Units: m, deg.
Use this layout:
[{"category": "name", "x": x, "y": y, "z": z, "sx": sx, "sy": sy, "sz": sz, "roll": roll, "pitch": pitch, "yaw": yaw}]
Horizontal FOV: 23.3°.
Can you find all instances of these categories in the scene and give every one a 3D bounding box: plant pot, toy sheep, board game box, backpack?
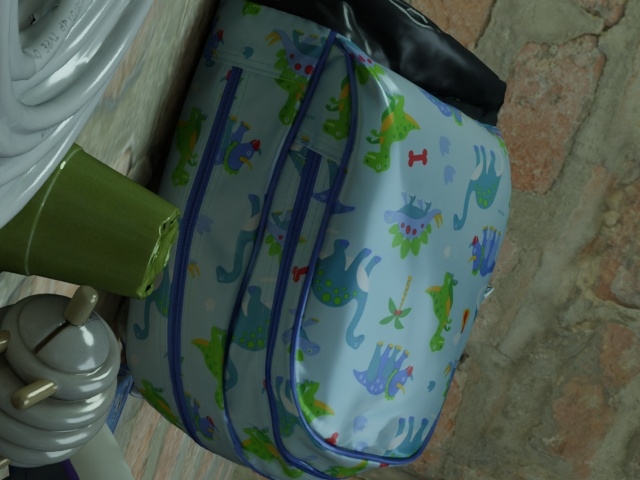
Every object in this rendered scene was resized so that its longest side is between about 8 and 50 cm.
[{"category": "plant pot", "x": -0.116, "y": -0.008, "z": 0.788, "sx": 0.083, "sy": 0.079, "sz": 0.083, "roll": 21, "pitch": 90, "yaw": -86}, {"category": "toy sheep", "x": -0.145, "y": 0.071, "z": 0.788, "sx": 0.132, "sy": 0.091, "sz": 0.091, "roll": -48, "pitch": -171, "yaw": 35}, {"category": "board game box", "x": -0.179, "y": 0.149, "z": 1.241, "sx": 0.090, "sy": 0.020, "sz": 0.090, "roll": -38, "pitch": 150, "yaw": -80}, {"category": "backpack", "x": 0.000, "y": 0.000, "z": 1.145, "sx": 0.355, "sy": 0.273, "sz": 0.290, "roll": -58, "pitch": 147, "yaw": 4}]

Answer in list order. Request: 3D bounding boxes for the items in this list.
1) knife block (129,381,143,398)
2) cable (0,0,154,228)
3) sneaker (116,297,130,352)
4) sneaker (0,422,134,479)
[{"category": "knife block", "x": -0.111, "y": 0.096, "z": 1.423, "sx": 0.276, "sy": 0.088, "sz": 0.242, "roll": 107, "pitch": 6, "yaw": -53}, {"category": "cable", "x": -0.089, "y": -0.126, "z": 0.434, "sx": 0.257, "sy": 0.089, "sz": 0.257, "roll": 21, "pitch": 91, "yaw": -87}, {"category": "sneaker", "x": -0.112, "y": 0.038, "z": 1.250, "sx": 0.084, "sy": 0.058, "sz": 0.152, "roll": 94, "pitch": 22, "yaw": -60}, {"category": "sneaker", "x": -0.192, "y": 0.235, "z": 0.855, "sx": 0.130, "sy": 0.236, "sz": 0.323, "roll": 85, "pitch": -21, "yaw": -49}]
